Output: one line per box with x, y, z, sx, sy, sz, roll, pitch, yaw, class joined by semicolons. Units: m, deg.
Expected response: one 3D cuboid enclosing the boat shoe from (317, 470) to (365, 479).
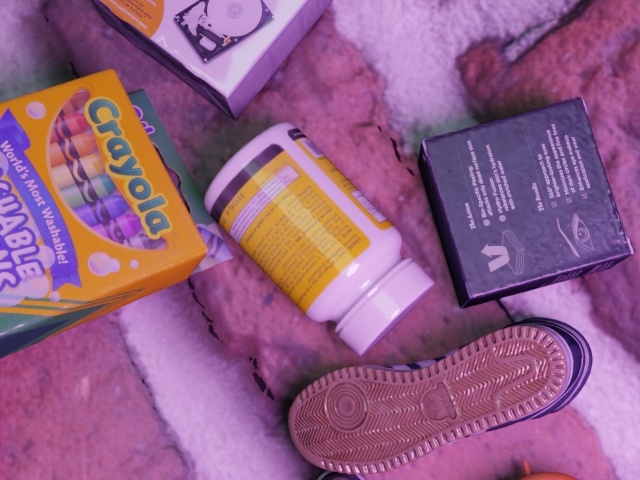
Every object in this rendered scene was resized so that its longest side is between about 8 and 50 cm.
0.052;0.316;1.079;0.080;0.076;0.229;-18;80;-1;boat shoe

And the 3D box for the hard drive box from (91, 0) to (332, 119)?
-0.086;-0.269;1.178;0.181;0.089;0.232;37;83;7;hard drive box

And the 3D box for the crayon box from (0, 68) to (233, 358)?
-0.248;-0.026;1.081;0.323;0.083;0.203;-23;79;-29;crayon box

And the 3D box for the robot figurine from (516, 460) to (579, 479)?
0.219;0.297;1.044;0.158;0.128;0.219;-32;69;-4;robot figurine

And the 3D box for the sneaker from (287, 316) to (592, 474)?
0.118;0.142;1.104;0.282;0.153;0.099;-20;81;27;sneaker

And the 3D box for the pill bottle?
0.000;0.000;1.114;0.119;0.119;0.208;-43;81;-5;pill bottle

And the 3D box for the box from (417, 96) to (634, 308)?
0.189;-0.033;1.124;0.158;0.093;0.156;-15;80;-1;box
